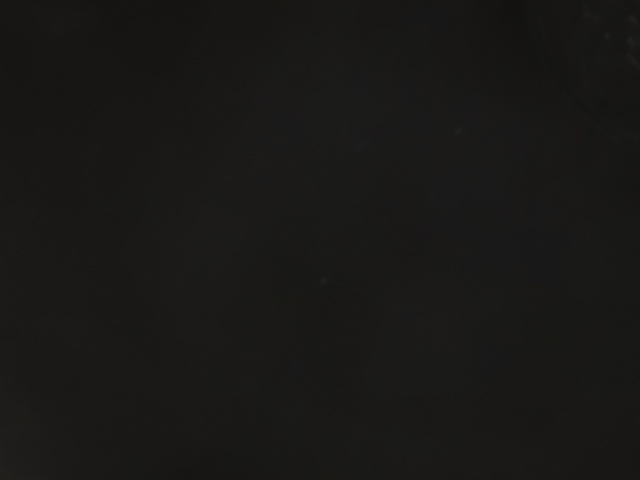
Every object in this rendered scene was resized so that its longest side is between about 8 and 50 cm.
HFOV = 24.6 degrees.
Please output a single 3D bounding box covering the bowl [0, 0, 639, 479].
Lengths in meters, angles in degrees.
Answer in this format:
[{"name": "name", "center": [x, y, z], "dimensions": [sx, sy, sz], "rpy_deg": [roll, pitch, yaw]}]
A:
[{"name": "bowl", "center": [0.000, 0.000, 0.516], "dimensions": [0.391, 0.077, 0.391], "rpy_deg": [-1, 119, -2]}]
